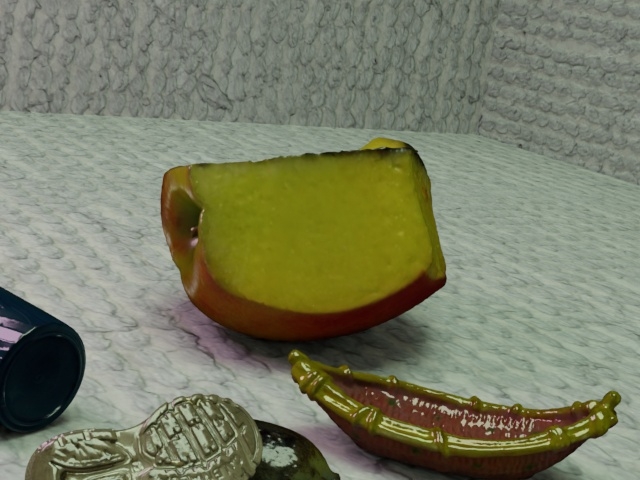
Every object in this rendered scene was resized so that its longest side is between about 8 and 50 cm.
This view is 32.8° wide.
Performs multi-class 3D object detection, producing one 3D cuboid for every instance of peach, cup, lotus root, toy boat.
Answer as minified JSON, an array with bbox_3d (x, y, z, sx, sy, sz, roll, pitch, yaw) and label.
[{"bbox_3d":[0.000,0.000,1.367,0.380,0.243,0.306,-11,-2,-18],"label":"peach"},{"bbox_3d":[-0.312,0.119,1.013,0.138,0.150,0.113,20,-22,34],"label":"cup"},{"bbox_3d":[-0.065,0.187,0.899,0.179,0.081,0.089,12,15,22],"label":"lotus root"},{"bbox_3d":[0.122,0.170,1.052,0.317,0.099,0.141,7,10,7],"label":"toy boat"}]

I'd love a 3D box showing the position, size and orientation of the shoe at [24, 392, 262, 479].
[{"bbox_3d":[-0.132,0.184,0.822,0.180,0.092,0.089,-12,59,-24],"label":"shoe"}]
